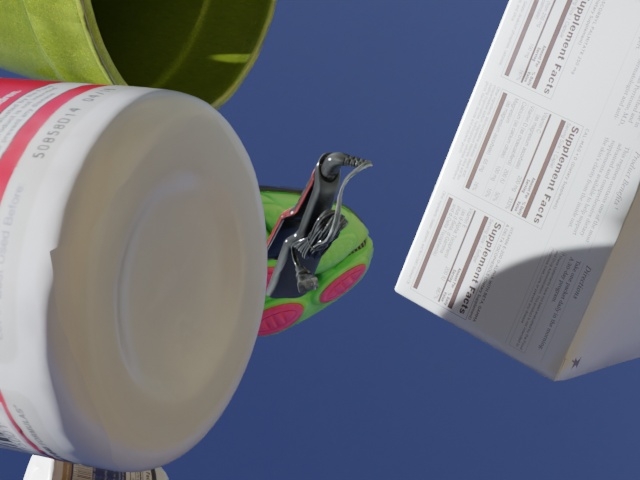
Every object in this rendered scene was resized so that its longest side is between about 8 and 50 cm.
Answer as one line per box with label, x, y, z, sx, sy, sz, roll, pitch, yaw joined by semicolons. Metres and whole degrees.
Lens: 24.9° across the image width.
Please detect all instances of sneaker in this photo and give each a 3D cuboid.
sneaker;-0.186;-0.012;1.522;0.483;0.185;0.202;-1;-140;6

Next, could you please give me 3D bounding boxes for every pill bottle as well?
pill bottle;-0.150;0.188;1.044;0.120;0.067;0.067;18;-128;-25
pill bottle;-0.259;0.005;0.936;0.229;0.408;0.229;-25;-62;-60

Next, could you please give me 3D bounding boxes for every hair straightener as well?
hair straightener;0.000;0.000;1.250;0.047;0.230;0.089;1;-117;-22

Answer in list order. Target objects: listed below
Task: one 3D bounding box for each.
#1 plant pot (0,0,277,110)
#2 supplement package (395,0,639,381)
plant pot;-0.269;-0.307;1.361;0.366;0.353;0.366;8;-90;-66
supplement package;0.205;-0.054;1.061;0.145;0.262;0.204;30;-161;29
